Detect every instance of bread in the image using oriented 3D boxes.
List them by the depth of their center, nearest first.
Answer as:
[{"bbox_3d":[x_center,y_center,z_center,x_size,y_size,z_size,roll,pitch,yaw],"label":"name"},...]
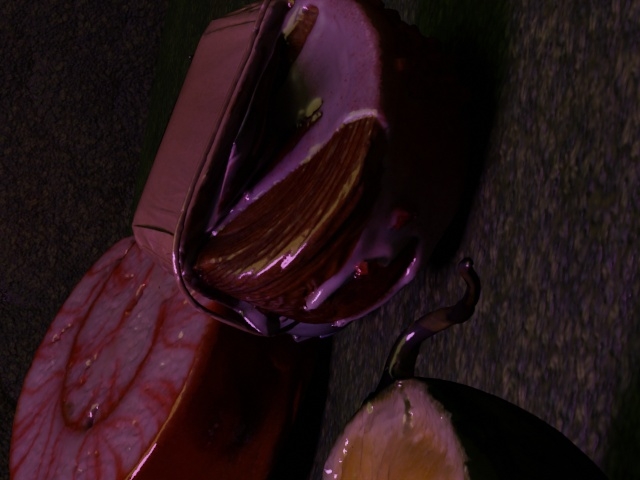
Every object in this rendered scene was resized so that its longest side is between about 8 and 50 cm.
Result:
[{"bbox_3d":[-0.013,-0.053,1.010,0.212,0.142,0.224,9,77,50],"label":"bread"},{"bbox_3d":[-0.129,0.119,1.356,0.327,0.114,0.295,-16,49,53],"label":"bread"}]

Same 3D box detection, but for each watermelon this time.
[{"bbox_3d":[0.067,0.154,0.629,0.204,0.127,0.232,120,154,-59],"label":"watermelon"}]

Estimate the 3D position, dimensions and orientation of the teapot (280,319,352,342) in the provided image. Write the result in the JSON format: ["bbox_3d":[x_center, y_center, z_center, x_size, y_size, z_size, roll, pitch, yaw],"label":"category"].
[{"bbox_3d":[-0.010,0.003,1.154,0.108,0.111,0.149,77,-176,-60],"label":"teapot"}]
